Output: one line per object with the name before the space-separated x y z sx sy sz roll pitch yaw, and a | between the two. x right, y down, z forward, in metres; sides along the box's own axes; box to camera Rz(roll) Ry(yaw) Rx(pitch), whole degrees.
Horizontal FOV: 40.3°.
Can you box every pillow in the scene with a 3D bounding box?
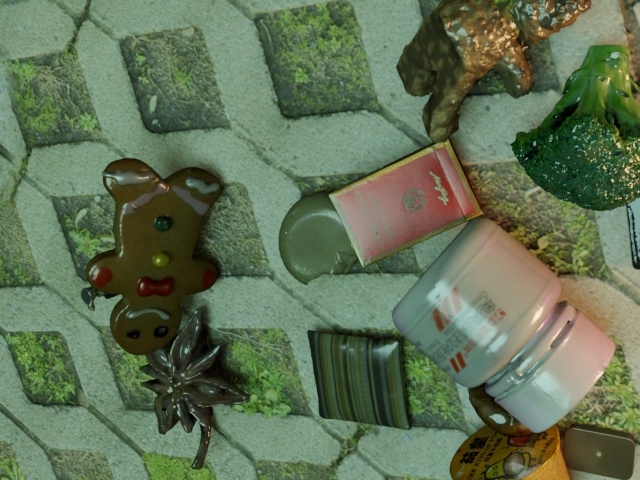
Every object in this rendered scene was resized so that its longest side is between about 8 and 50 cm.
pillow | 0.080 0.286 1.791 0.212 0.052 0.208 3 111 28

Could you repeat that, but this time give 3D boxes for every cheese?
cheese | 0.000 0.000 1.710 0.202 0.091 0.175 -40 88 33

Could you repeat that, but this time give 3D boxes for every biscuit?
biscuit | -0.338 0.050 1.806 0.064 0.283 0.432 40 121 56

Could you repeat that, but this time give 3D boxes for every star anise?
star anise | -0.297 0.322 1.964 0.292 0.109 0.349 -40 77 38

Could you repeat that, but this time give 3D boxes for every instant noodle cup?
instant noodle cup | 0.372 0.455 1.623 0.216 0.216 0.172 -19 107 30

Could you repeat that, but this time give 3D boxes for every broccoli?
broccoli | 0.452 -0.176 1.371 0.254 0.269 0.269 -6 108 66

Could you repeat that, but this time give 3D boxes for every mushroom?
mushroom | 0.334 0.299 1.627 0.170 0.135 0.080 31 107 48

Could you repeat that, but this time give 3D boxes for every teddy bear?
teddy bear | 0.273 -0.327 1.439 0.296 0.222 0.246 105 147 -57

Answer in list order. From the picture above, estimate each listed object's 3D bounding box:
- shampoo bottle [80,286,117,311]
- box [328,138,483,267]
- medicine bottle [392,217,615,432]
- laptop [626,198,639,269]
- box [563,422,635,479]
shampoo bottle | -0.435 0.090 1.889 0.057 0.207 0.063 -30 90 36
box | 0.153 -0.069 1.575 0.240 0.074 0.153 -25 92 9
medicine bottle | 0.313 0.148 1.507 0.325 0.256 0.256 43 121 6
laptop | 0.612 -0.024 1.430 0.207 0.026 0.154 -3 105 27
box | 0.518 0.390 1.619 0.126 0.031 0.091 5 110 24
